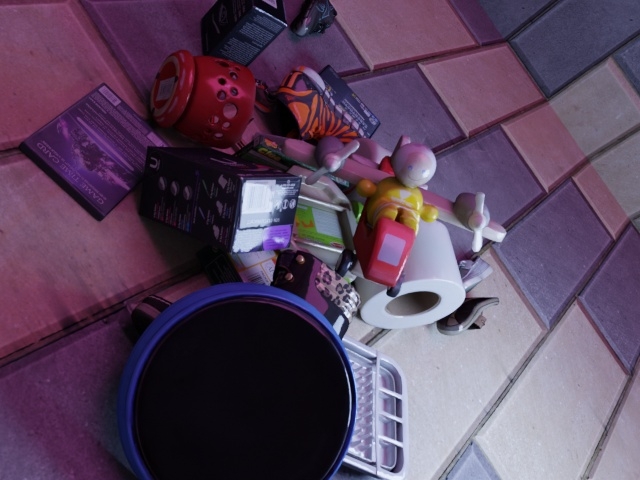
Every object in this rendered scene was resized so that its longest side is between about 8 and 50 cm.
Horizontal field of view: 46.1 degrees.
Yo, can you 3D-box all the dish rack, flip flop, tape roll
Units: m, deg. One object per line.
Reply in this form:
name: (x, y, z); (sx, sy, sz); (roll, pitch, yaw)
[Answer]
dish rack: (0.038, 0.325, 1.522); (0.333, 0.072, 0.285); (31, 43, -28)
flip flop: (0.391, 0.208, 1.989); (0.277, 0.112, 0.080); (-27, 108, -56)
tape roll: (0.198, 0.079, 1.752); (0.246, 0.246, 0.169); (18, 50, -39)

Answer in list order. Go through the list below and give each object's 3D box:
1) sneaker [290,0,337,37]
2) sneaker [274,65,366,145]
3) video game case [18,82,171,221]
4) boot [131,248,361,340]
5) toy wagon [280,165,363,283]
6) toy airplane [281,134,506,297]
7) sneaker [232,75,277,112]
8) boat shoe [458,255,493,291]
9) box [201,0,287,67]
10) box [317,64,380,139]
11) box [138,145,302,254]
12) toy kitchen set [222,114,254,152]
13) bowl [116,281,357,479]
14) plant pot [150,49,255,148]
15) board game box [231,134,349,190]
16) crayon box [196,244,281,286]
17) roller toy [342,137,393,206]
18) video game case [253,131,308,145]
sneaker: (-0.009, -0.669, 2.249); (0.106, 0.101, 0.267); (42, 38, -19)
sneaker: (-0.012, -0.273, 1.930); (0.321, 0.124, 0.180); (47, 54, -25)
video game case: (-0.425, -0.180, 1.461); (0.196, 0.026, 0.274); (45, 38, -12)
boot: (-0.116, 0.138, 1.353); (0.377, 0.138, 0.284); (31, 60, -6)
toy wagon: (0.000, 0.000, 1.607); (0.267, 0.068, 0.344); (15, 52, -40)
toy airplane: (0.161, -0.105, 1.554); (0.386, 0.272, 0.384); (-16, 59, -35)
sneaker: (-0.168, -0.388, 1.876); (0.158, 0.065, 0.061); (33, 41, -26)
boat shoe: (0.417, 0.095, 2.129); (0.081, 0.079, 0.227); (50, 31, 11)
box: (-0.191, -0.537, 1.851); (0.108, 0.207, 0.153); (20, 49, -38)
box: (0.052, -0.363, 2.102); (0.233, 0.059, 0.183); (47, 38, -9)
box: (-0.192, -0.084, 1.419); (0.165, 0.270, 0.143); (-5, 110, -50)
toy kitchen set: (-0.166, -0.250, 1.751); (0.075, 0.083, 0.068); (49, 37, -6)
bowl: (-0.122, 0.261, 1.200); (0.391, 0.077, 0.391); (1, 87, -16)
plant pot: (-0.258, -0.310, 1.613); (0.174, 0.191, 0.191); (16, 50, -35)
board game box: (-0.074, -0.155, 1.731); (0.259, 0.136, 0.030); (24, 58, -35)
crayon box: (-0.086, 0.058, 1.592); (0.323, 0.083, 0.203); (-22, 79, -52)
roller toy: (0.120, -0.149, 1.885); (0.146, 0.209, 0.191); (26, 41, -36)
video game case: (-0.025, -0.197, 1.784); (0.206, 0.227, 0.026); (23, 89, -35)
